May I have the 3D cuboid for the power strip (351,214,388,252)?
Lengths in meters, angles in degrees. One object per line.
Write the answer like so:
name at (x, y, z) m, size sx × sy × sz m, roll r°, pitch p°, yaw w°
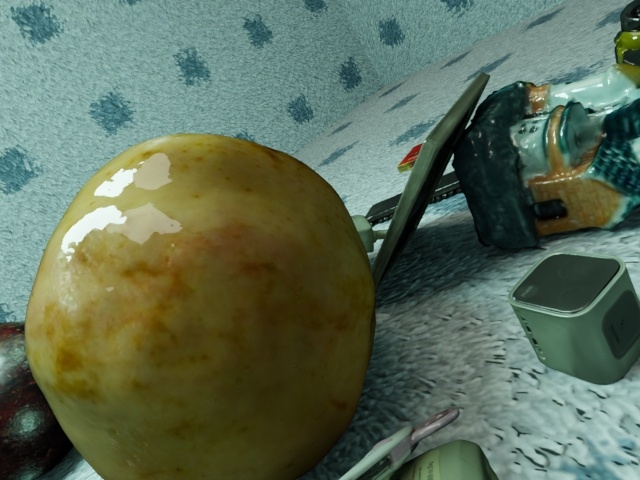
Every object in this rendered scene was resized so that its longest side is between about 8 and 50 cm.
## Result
power strip at (0.000, 0.000, 0.786) m, size 0.287 × 0.053 × 0.093 m, roll -9°, pitch 19°, yaw -4°

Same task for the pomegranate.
pomegranate at (-0.134, 0.072, 0.512) m, size 0.411 × 0.412 × 0.412 m, roll -29°, pitch 19°, yaw 11°

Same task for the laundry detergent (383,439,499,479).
laundry detergent at (0.014, 0.243, 0.310) m, size 0.253 × 0.091 × 0.181 m, roll -28°, pitch 6°, yaw 15°

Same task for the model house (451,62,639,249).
model house at (0.360, -0.127, 0.573) m, size 0.291 × 0.185 × 0.253 m, roll -4°, pitch 30°, yaw 48°

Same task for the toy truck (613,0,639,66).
toy truck at (0.634, -0.341, 0.739) m, size 0.224 × 0.147 × 0.166 m, roll -21°, pitch 45°, yaw 25°

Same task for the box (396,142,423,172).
box at (0.279, -0.241, 1.218) m, size 0.090 × 0.023 × 0.133 m, roll -16°, pitch 25°, yaw 47°

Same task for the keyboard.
keyboard at (0.238, -0.104, 0.935) m, size 0.316 × 0.027 × 0.106 m, roll -21°, pitch 18°, yaw 32°

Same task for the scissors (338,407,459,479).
scissors at (0.052, 0.161, 0.329) m, size 0.085 × 0.022 × 0.176 m, roll -35°, pitch -22°, yaw 23°

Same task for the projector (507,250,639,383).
projector at (0.239, 0.068, 0.405) m, size 0.083 × 0.082 × 0.083 m, roll -39°, pitch 19°, yaw -17°

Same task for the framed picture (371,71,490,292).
framed picture at (0.151, -0.066, 0.662) m, size 0.240 × 0.020 × 0.325 m, roll -49°, pitch -19°, yaw -42°

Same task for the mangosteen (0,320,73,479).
mangosteen at (-0.571, 0.308, 0.832) m, size 0.329 × 0.330 × 0.330 m, roll -29°, pitch 19°, yaw 11°
